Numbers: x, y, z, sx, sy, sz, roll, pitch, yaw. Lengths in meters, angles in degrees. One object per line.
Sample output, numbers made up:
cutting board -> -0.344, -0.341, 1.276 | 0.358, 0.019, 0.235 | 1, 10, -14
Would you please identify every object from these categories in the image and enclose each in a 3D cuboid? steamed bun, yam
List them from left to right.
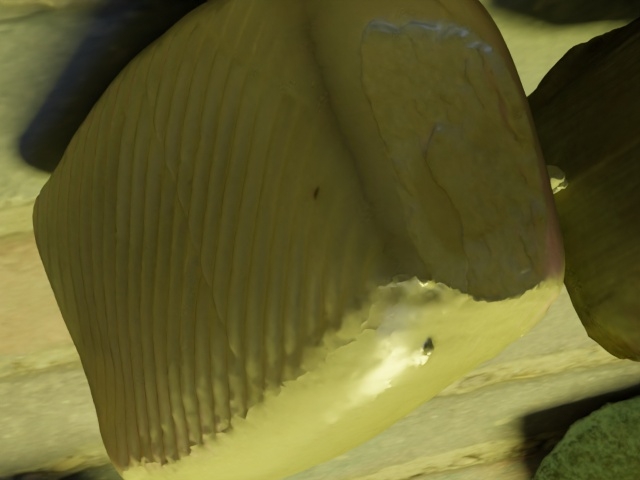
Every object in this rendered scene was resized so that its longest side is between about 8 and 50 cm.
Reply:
steamed bun -> 0.000, 0.000, 0.697 | 0.152, 0.170, 0.238 | -7, 161, -35
yam -> 0.265, 0.235, 1.365 | 0.201, 0.202, 0.271 | -47, 160, -20

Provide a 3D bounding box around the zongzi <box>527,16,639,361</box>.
zongzi -> 0.327, -0.069, 0.734 | 0.393, 0.174, 0.356 | 6, 150, -41
